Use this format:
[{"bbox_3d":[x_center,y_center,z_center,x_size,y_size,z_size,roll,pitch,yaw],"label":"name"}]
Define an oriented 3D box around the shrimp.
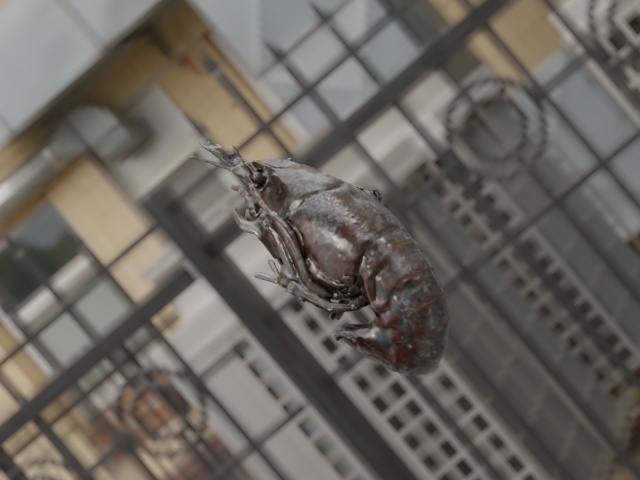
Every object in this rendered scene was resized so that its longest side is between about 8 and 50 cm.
[{"bbox_3d":[0.000,0.000,0.899,0.056,0.165,0.065,-18,-47,-39],"label":"shrimp"}]
